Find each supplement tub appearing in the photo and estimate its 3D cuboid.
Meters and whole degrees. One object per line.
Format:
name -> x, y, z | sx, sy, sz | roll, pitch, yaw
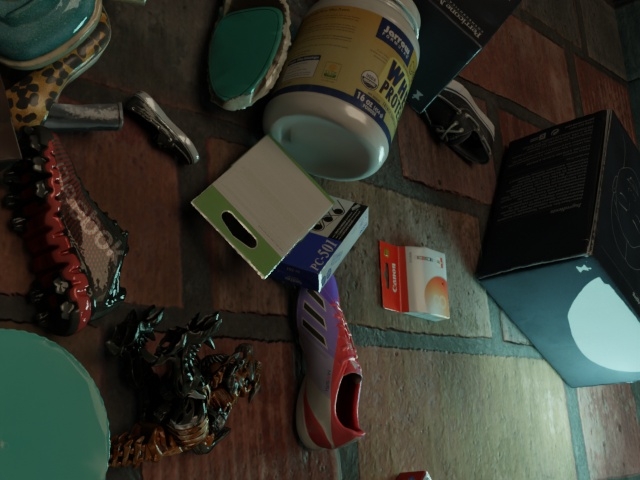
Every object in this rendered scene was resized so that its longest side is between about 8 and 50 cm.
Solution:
supplement tub -> 0.047, -0.291, 1.475 | 0.228, 0.228, 0.316 | 37, 60, -34

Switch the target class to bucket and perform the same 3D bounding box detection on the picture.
bucket -> -0.377, 0.227, 0.879 | 0.281, 0.183, 0.281 | 18, 63, -42

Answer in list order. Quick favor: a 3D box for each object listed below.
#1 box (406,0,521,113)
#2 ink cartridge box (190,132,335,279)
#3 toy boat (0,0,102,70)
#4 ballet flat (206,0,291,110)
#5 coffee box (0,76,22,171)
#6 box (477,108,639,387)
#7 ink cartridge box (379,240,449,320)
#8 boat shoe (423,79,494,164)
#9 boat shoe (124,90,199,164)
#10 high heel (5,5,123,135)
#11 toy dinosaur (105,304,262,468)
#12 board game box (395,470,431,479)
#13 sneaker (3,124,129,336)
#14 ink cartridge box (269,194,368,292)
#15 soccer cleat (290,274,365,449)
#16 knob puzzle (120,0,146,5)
box -> 0.230, -0.506, 1.730 | 0.293, 0.212, 0.395 | 41, 46, -3
ink cartridge box -> -0.098, -0.053, 1.357 | 0.171, 0.056, 0.235 | 47, 48, -6
toy boat -> -0.357, -0.390, 1.049 | 0.318, 0.148, 0.267 | -44, 87, -11
ballet flat -> -0.105, -0.385, 1.447 | 0.147, 0.147, 0.408 | 26, 59, -41
coffee box -> -0.452, -0.086, 0.815 | 0.168, 0.297, 0.118 | -14, 88, -50
box -> 0.666, 0.030, 2.031 | 0.480, 0.297, 0.471 | 46, 46, -29
ink cartridge box -> 0.194, 0.079, 1.679 | 0.179, 0.045, 0.145 | 19, 63, -46
boat shoe -> 0.305, -0.268, 1.885 | 0.301, 0.108, 0.102 | 34, 52, -45
boat shoe -> -0.246, -0.166, 1.273 | 0.142, 0.049, 0.040 | 50, 64, -23
high heel -> -0.384, -0.268, 1.128 | 0.186, 0.093, 0.261 | -7, 75, -36
toy dinosaur -> -0.191, 0.213, 1.132 | 0.322, 0.164, 0.218 | -54, 137, -67
board game box -> 0.156, 0.604, 1.437 | 0.242, 0.064, 0.316 | 59, 42, -16
sneaker -> -0.327, -0.018, 1.087 | 0.135, 0.098, 0.276 | -14, 90, -49
ink cartridge box -> 0.000, 0.000, 1.443 | 0.207, 0.097, 0.046 | -52, 151, -43
soccer cleat -> 0.022, 0.189, 1.390 | 0.109, 0.116, 0.318 | 18, 64, -44
knob puzzle -> -0.357, -0.417, 1.181 | 0.213, 0.030, 0.213 | 18, 42, -17
